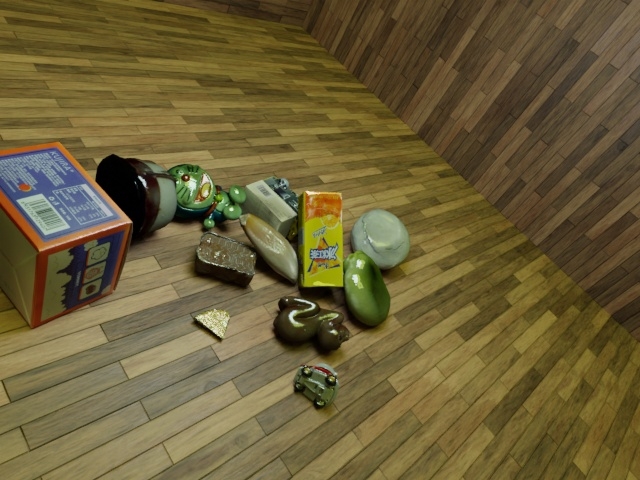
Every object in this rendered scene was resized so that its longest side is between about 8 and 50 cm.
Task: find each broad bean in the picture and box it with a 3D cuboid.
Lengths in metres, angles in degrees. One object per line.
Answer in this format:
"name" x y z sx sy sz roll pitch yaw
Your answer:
"broad bean" 0.170 0.182 1.718 0.238 0.119 0.290 -15 85 -58

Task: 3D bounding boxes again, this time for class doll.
"doll" -0.452 -0.162 1.669 0.322 0.186 0.198 30 57 -25

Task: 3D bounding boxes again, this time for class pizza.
"pizza" -0.330 0.265 1.410 0.123 0.026 0.108 -2 52 -39

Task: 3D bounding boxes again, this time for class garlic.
"garlic" -0.179 0.020 1.658 0.318 0.112 0.143 44 18 -18

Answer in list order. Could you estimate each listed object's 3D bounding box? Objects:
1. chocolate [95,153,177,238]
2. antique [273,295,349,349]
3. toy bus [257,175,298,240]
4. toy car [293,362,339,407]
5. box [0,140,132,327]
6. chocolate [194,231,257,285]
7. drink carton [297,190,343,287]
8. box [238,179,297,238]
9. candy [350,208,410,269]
"chocolate" -0.588 -0.152 1.492 0.283 0.283 0.186 47 40 18
"antique" -0.028 0.289 1.517 0.257 0.121 0.143 22 41 -11
"toy bus" -0.130 -0.114 1.860 0.330 0.152 0.144 41 37 13
"toy car" -0.004 0.429 1.405 0.139 0.112 0.112 28 22 9
"box" -0.728 -0.025 1.213 0.349 0.318 0.257 43 39 14
"chocolate" -0.332 0.069 1.568 0.214 0.093 0.148 20 38 -17
"drink carton" 0.000 0.000 1.687 0.155 0.111 0.350 1 84 -15
"box" -0.216 -0.101 1.772 0.212 0.168 0.095 45 42 15
"candy" 0.259 0.003 1.979 0.296 0.185 0.295 10 57 -16
